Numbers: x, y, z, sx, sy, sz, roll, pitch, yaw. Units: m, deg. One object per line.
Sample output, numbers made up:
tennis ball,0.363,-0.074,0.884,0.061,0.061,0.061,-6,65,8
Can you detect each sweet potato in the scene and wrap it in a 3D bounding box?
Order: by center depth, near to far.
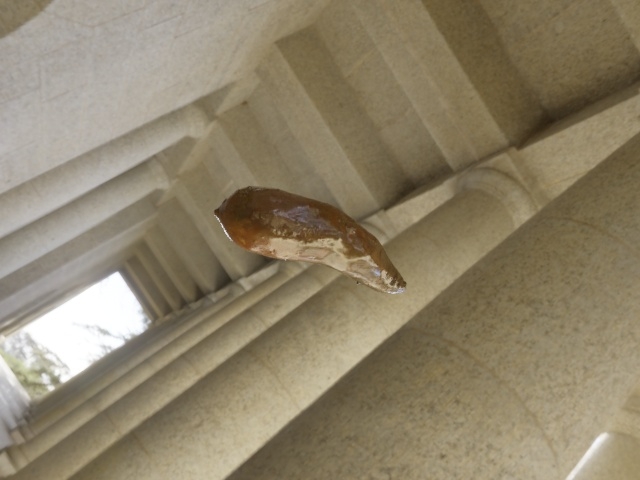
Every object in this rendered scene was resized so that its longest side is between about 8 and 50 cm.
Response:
sweet potato,0.002,-0.001,0.779,0.292,0.097,0.097,21,-21,-17
